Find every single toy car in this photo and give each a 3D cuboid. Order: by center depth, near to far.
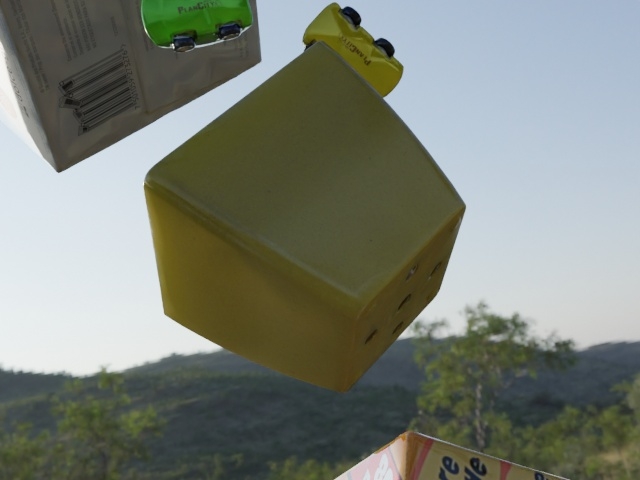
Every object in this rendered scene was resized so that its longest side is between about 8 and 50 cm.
[{"bbox_3d":[-0.055,-0.224,0.811,0.225,0.239,0.053,-15,0,-11],"label":"toy car"}]

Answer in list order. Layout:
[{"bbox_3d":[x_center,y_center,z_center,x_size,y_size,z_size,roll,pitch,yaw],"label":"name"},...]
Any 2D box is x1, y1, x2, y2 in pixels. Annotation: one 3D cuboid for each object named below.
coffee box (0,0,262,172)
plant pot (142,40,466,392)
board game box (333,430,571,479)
[{"bbox_3d":[-0.318,-0.360,1.114,0.338,0.334,0.337,-35,-34,-26],"label":"coffee box"},{"bbox_3d":[0.000,0.000,0.748,0.212,0.187,0.212,-43,-22,-29],"label":"plant pot"},{"bbox_3d":[0.112,0.357,0.441,0.357,0.356,0.356,19,-32,-11],"label":"board game box"}]
